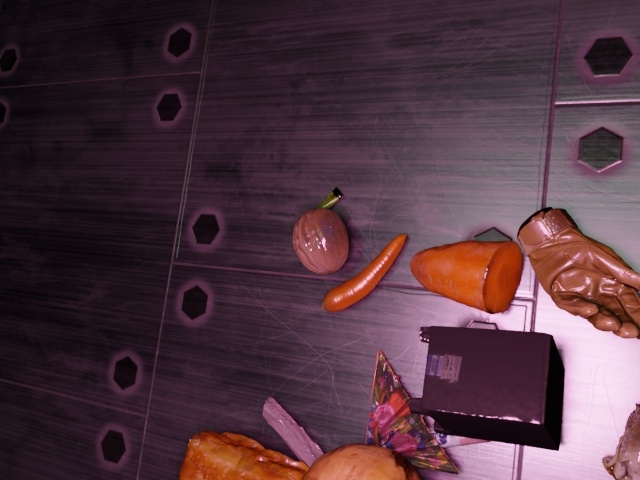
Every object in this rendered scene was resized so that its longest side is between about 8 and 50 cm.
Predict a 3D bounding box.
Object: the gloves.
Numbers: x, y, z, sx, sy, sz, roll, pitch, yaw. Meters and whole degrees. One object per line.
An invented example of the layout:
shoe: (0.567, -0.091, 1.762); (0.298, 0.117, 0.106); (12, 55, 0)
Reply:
gloves: (0.526, 0.076, 1.250); (0.154, 0.141, 0.331); (-26, 57, -7)

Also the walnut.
walnut: (0.001, 0.000, 1.530); (0.140, 0.140, 0.162); (-16, 64, 23)

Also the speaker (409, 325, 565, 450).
speaker: (0.333, 0.285, 1.241); (0.254, 0.232, 0.184); (0, 62, 28)

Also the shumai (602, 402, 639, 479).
shumai: (0.606, 0.403, 1.176); (0.142, 0.184, 0.184); (-48, 60, 45)

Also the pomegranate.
pomegranate: (0.080, 0.580, 1.299); (0.322, 0.322, 0.322); (-5, 78, 26)

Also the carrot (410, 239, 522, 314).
carrot: (0.303, 0.068, 1.375); (0.225, 0.159, 0.159); (7, 84, 42)

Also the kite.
kite: (0.174, 0.414, 1.423); (0.234, 0.016, 0.321); (-47, 56, 22)

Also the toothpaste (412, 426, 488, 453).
toothpaste: (0.287, 0.423, 1.364); (0.205, 0.036, 0.056); (-15, 72, 28)

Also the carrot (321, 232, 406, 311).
carrot: (0.111, 0.088, 1.504); (0.271, 0.066, 0.062); (-38, 110, 13)

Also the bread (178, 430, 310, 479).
bread: (-0.170, 0.579, 1.500); (0.344, 0.149, 0.195); (12, 81, 32)

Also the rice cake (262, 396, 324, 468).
rice cake: (-0.051, 0.482, 1.513); (0.270, 0.049, 0.055); (41, 115, 26)

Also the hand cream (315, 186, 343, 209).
hand cream: (0.006, -0.083, 1.603); (0.122, 0.023, 0.036); (-45, 53, 11)
